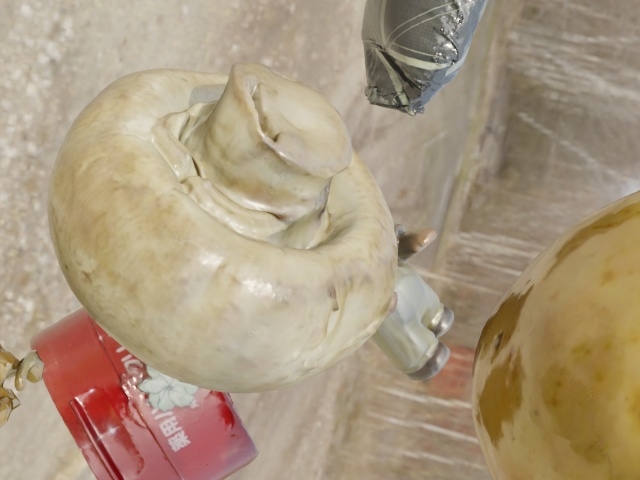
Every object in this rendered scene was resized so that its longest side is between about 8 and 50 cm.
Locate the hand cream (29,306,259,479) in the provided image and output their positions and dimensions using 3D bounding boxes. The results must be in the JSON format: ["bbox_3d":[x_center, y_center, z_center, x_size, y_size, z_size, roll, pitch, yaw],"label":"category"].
[{"bbox_3d":[-0.170,0.154,1.087,0.149,0.230,0.230,-28,157,-11],"label":"hand cream"}]

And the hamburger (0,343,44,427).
[{"bbox_3d":[-0.322,0.108,0.595,0.287,0.446,0.268,-31,118,-55],"label":"hamburger"}]

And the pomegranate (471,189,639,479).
[{"bbox_3d":[0.275,0.119,0.728,0.342,0.343,0.342,15,90,-81],"label":"pomegranate"}]

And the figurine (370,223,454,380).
[{"bbox_3d":[0.001,0.001,1.253,0.203,0.381,0.248,-29,-157,55],"label":"figurine"}]

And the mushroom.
[{"bbox_3d":[-0.037,-0.010,0.493,0.127,0.166,0.166,-47,-169,38],"label":"mushroom"}]

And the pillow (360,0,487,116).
[{"bbox_3d":[0.115,-0.266,0.918,0.161,0.093,0.335,-116,-133,-71],"label":"pillow"}]
